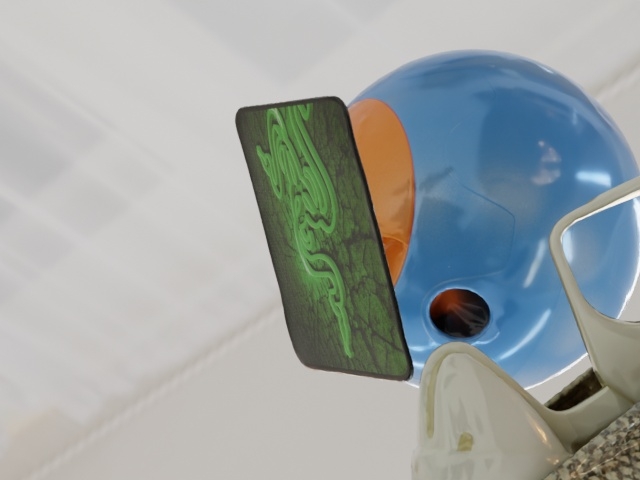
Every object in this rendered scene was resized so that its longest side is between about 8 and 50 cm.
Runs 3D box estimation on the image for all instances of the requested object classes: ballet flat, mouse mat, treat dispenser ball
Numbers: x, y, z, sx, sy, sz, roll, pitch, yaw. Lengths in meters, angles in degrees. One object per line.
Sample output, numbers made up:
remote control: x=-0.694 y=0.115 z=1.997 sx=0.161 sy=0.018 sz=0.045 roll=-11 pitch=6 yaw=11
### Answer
ballet flat: x=0.170 y=0.072 z=1.020 sx=0.483 sy=0.182 sz=0.164 roll=-42 pitch=-173 yaw=1
mouse mat: x=0.000 y=0.000 z=1.225 sx=0.007 sy=0.190 sz=0.152 roll=-18 pitch=-171 yaw=-28
treat dispenser ball: x=0.127 y=-0.014 z=1.542 sx=0.288 sy=0.288 sz=0.288 roll=-42 pitch=-153 yaw=27
